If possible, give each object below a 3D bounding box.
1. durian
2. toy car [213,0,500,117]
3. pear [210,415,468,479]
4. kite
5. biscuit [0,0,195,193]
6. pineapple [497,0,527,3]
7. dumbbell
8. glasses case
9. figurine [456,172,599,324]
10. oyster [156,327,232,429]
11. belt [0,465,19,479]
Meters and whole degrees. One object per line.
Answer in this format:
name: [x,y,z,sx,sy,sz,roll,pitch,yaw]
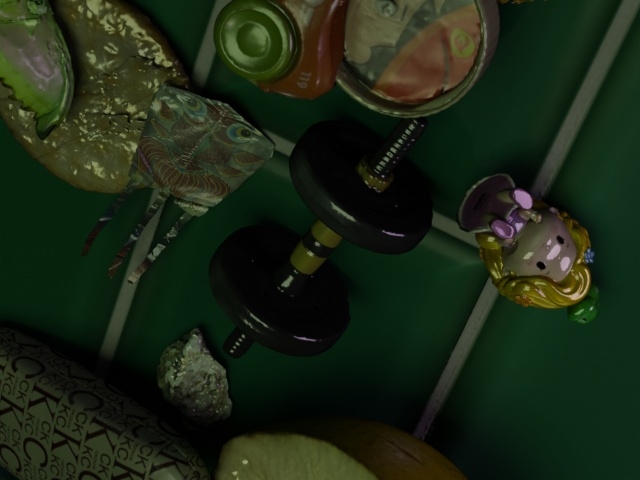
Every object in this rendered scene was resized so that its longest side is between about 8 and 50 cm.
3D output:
durian: [-0.324,-0.263,1.483,0.132,0.106,0.375,-16,104,27]
toy car: [0.048,-0.205,1.360,0.235,0.145,0.235,9,117,17]
pear: [0.070,0.326,1.587,0.386,0.191,0.340,41,131,29]
kite: [-0.153,-0.050,1.570,0.127,0.016,0.229,34,117,-16]
biscuit: [-0.221,-0.142,1.564,0.220,0.033,0.219,9,119,17]
pineapple: [0.173,-0.248,1.339,0.114,0.077,0.114,-7,100,20]
dumbbell: [0.000,0.000,1.489,0.143,0.143,0.325,37,123,-1]
glasses case: [-0.253,0.207,1.679,0.355,0.085,0.137,29,122,31]
figurine: [0.187,0.008,1.470,0.156,0.115,0.095,38,91,-24]
oyster: [-0.130,0.150,1.680,0.098,0.037,0.100,-33,101,32]
belt: [-0.462,0.256,1.842,0.302,0.072,0.087,14,118,14]
